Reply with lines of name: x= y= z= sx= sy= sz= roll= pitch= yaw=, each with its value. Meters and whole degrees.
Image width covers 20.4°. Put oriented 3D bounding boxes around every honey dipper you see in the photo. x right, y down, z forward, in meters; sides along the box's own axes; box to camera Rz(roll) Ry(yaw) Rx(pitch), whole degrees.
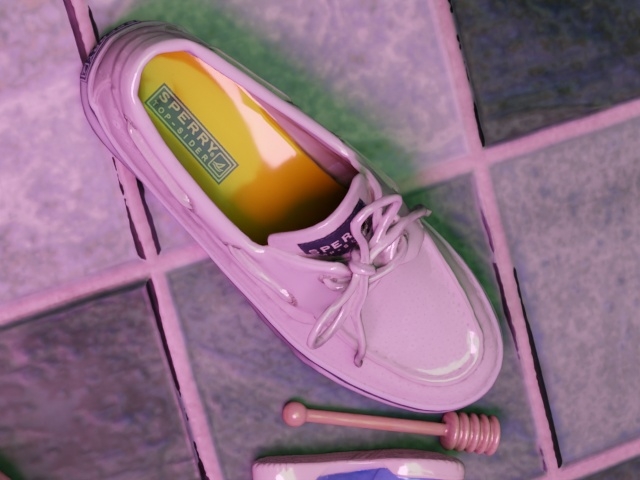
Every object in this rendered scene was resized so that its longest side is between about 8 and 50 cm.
honey dipper: x=0.050 y=0.132 z=1.268 sx=0.161 sy=0.030 sz=0.030 roll=7 pitch=95 yaw=-18

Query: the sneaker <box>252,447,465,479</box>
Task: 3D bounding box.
sneaker: x=0.028 y=0.193 z=1.251 sx=0.152 sy=0.058 sz=0.084 roll=-2 pitch=92 yaw=-15

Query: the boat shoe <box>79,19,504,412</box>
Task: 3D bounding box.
boat shoe: x=0.005 y=-0.008 z=1.165 sx=0.136 sy=0.156 sz=0.367 roll=-47 pitch=108 yaw=-8

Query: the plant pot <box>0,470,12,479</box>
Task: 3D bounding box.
plant pot: x=-0.239 y=0.258 z=1.052 sx=0.263 sy=0.229 sz=0.263 roll=-5 pitch=100 yaw=-33
